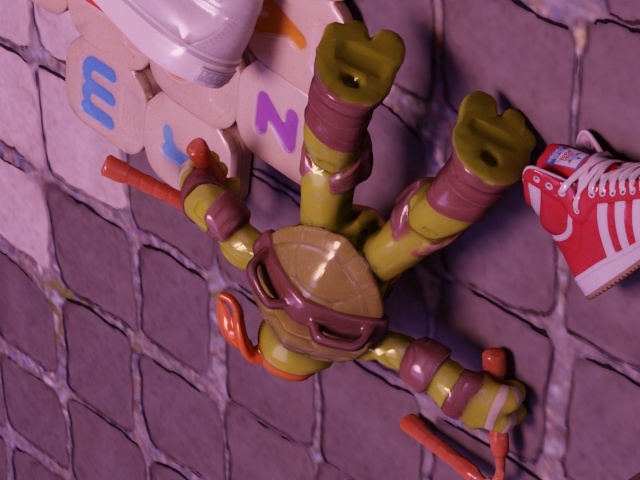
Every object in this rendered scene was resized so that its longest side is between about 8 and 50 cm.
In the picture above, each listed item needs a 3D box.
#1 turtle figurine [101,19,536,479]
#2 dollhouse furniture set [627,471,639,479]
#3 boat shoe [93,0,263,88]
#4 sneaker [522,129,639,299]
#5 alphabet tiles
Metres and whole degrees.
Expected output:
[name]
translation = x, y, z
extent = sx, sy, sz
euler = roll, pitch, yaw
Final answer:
[turtle figurine]
translation = 0.000, 0.000, 0.914
extent = 0.269, 0.087, 0.217
euler = 40, 137, 14
[dollhouse furniture set]
translation = 0.246, 0.078, 0.529
extent = 0.362, 0.256, 0.394
euler = 60, 144, 5
[boat shoe]
translation = -0.099, -0.153, 0.953
extent = 0.184, 0.066, 0.063
euler = 46, 113, 30
[sneaker]
translation = 0.128, -0.025, 0.796
extent = 0.067, 0.042, 0.118
euler = 55, 146, 6
[alphabet tiles]
translation = -0.080, -0.157, 0.991
extent = 0.278, 0.021, 0.284
euler = 34, 135, 31
